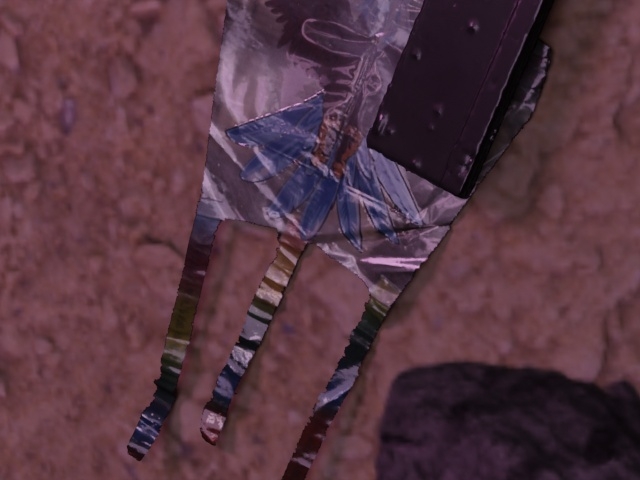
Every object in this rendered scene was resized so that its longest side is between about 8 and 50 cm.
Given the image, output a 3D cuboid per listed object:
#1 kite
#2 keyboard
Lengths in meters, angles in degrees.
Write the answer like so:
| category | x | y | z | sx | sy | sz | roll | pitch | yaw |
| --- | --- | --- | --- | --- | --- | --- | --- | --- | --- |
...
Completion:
| category | x | y | z | sx | sy | sz | roll | pitch | yaw |
| --- | --- | --- | --- | --- | --- | --- | --- | --- | --- |
| kite | -0.001 | 0.000 | 0.876 | 0.169 | 0.015 | 0.310 | 22 | 110 | 18 |
| keyboard | 0.081 | -0.117 | 0.804 | 0.060 | 0.018 | 0.196 | 31 | 110 | 23 |
